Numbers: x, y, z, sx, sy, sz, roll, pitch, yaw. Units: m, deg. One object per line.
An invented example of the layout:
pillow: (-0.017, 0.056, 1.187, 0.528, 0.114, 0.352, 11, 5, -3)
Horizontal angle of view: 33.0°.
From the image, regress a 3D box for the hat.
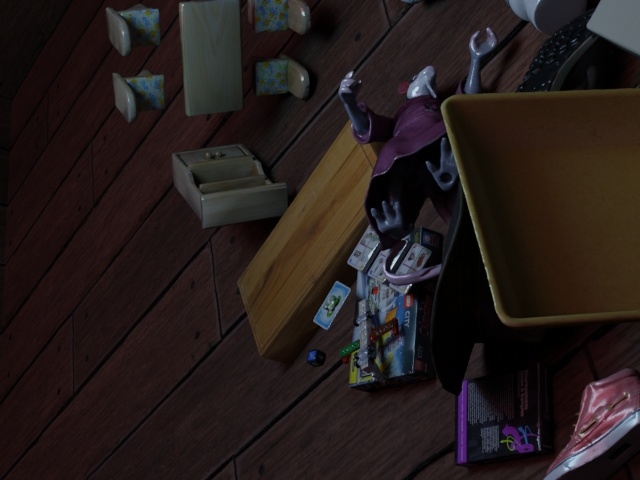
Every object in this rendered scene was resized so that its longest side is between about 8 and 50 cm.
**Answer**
hat: (0.245, 0.044, 1.389, 0.134, 0.331, 0.331, 8, 78, 18)

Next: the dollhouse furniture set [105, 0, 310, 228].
dollhouse furniture set: (-0.191, -0.258, 2.074, 0.256, 0.362, 0.394, -134, 39, -57)

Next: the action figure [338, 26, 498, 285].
action figure: (0.175, -0.149, 1.634, 0.248, 0.275, 0.370, -12, 27, 9)

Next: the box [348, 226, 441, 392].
box: (0.116, 0.110, 1.678, 0.159, 0.044, 0.233, -22, 57, 51)

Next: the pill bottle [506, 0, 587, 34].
pill bottle: (0.314, -0.380, 1.564, 0.108, 0.108, 0.180, -52, 37, 29)

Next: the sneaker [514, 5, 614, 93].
sneaker: (0.339, -0.190, 1.447, 0.283, 0.124, 0.107, -54, 20, -20)

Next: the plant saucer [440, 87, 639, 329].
plant saucer: (0.321, -0.028, 1.230, 0.081, 0.333, 0.332, 97, 168, -51)

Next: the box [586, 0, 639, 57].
box: (0.462, -0.224, 1.219, 0.121, 0.148, 0.311, -62, 34, 15)

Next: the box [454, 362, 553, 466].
box: (0.241, 0.235, 1.435, 0.162, 0.029, 0.116, -25, 55, 51)

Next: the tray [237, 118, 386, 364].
tray: (0.000, 0.000, 1.891, 0.411, 0.076, 0.202, -55, 35, 26)

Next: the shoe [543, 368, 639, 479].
shoe: (0.325, 0.229, 1.280, 0.178, 0.063, 0.081, -46, 38, 27)

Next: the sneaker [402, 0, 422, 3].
sneaker: (0.201, -0.530, 1.855, 0.091, 0.094, 0.258, 4, 81, 39)

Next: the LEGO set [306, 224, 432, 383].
LEGO set: (0.075, 0.107, 1.672, 0.244, 0.060, 0.182, -59, 32, -2)
